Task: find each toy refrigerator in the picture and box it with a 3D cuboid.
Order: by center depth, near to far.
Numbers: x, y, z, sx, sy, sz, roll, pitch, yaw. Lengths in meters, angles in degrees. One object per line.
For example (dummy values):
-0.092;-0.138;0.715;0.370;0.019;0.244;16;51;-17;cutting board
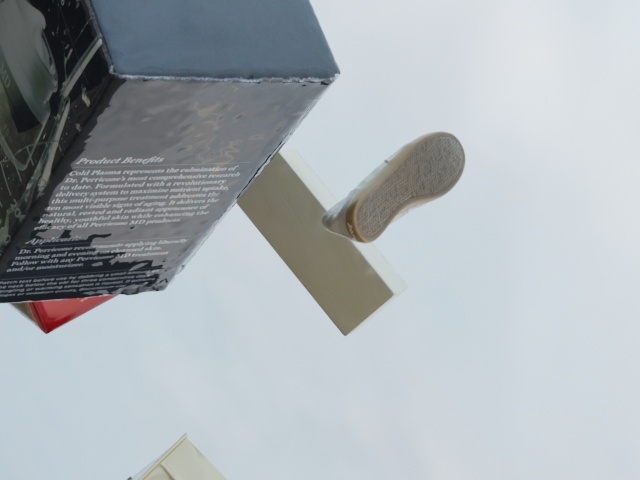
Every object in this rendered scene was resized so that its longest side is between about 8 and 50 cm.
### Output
0.000;0.000;2.189;0.269;0.102;0.094;50;17;6;toy refrigerator

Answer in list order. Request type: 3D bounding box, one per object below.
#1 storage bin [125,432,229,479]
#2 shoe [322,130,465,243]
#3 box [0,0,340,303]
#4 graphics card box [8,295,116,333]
-0.282;0.439;2.201;0.123;0.260;0.262;48;-36;-1;storage bin
0.085;-0.064;1.710;0.058;0.219;0.077;-7;-69;47;shoe
-0.274;-0.247;1.765;0.472;0.297;0.480;-47;-123;44;box
-0.413;0.014;2.365;0.371;0.232;0.094;24;-42;56;graphics card box
